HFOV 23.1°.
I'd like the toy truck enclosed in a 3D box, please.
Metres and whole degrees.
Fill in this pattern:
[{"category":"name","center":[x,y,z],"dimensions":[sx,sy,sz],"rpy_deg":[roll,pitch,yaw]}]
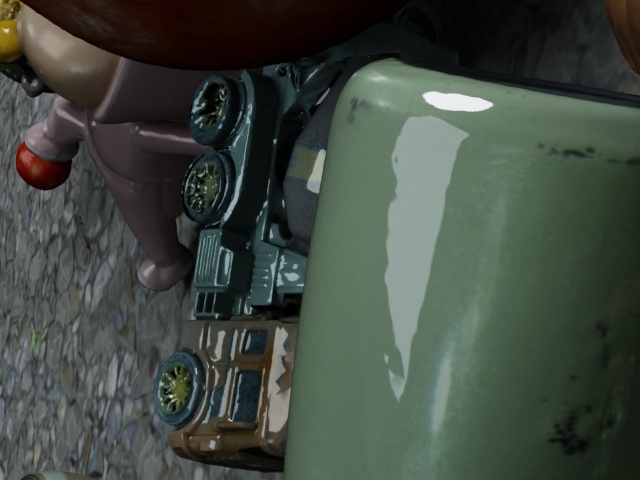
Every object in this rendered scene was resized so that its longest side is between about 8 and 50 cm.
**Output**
[{"category":"toy truck","center":[0.000,0.000,0.859],"dimensions":[0.140,0.108,0.257],"rpy_deg":[-4,74,49]}]

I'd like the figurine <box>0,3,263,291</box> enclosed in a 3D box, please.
[{"category":"figurine","center":[-0.131,-0.103,1.066],"dimensions":[0.287,0.186,0.176],"rpy_deg":[117,148,-43]}]

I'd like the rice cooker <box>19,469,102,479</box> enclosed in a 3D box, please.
[{"category":"rice cooker","center":[-0.178,0.265,1.091],"dimensions":[0.145,0.127,0.206],"rpy_deg":[-28,61,58]}]

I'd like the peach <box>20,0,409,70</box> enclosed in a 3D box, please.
[{"category":"peach","center":[-0.040,-0.261,0.781],"dimensions":[0.335,0.310,0.406],"rpy_deg":[-22,43,9]}]

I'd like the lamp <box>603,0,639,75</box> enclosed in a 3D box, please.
[{"category":"lamp","center":[0.162,-0.102,0.540],"dimensions":[0.136,0.136,0.136],"rpy_deg":[-31,55,56]}]

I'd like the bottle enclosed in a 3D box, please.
[{"category":"bottle","center":[0.060,0.106,0.638],"dimensions":[0.168,0.168,0.347],"rpy_deg":[25,106,62]}]

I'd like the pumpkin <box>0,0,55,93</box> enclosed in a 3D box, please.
[{"category":"pumpkin","center":[-0.182,-0.195,1.199],"dimensions":[0.146,0.190,0.190],"rpy_deg":[48,129,22]}]
